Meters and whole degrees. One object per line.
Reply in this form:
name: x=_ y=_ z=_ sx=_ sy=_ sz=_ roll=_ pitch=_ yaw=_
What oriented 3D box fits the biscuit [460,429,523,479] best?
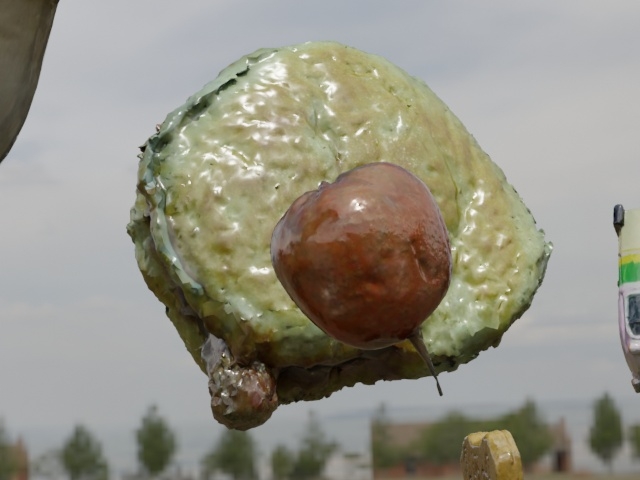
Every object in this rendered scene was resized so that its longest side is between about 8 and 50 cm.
biscuit: x=0.161 y=0.276 z=1.555 sx=0.036 sy=0.225 sz=0.166 roll=-5 pitch=-7 yaw=-12

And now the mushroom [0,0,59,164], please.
mushroom: x=-0.279 y=-0.117 z=1.352 sx=0.128 sy=0.128 sz=0.350 roll=4 pitch=-52 yaw=-46

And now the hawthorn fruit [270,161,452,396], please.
hawthorn fruit: x=0.048 y=0.020 z=1.466 sx=0.149 sy=0.189 sz=0.149 roll=-34 pitch=-27 yaw=-20

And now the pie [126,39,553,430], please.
pie: x=0.016 y=-0.019 z=1.924 sx=0.418 sy=0.395 sz=0.180 roll=-21 pitch=-12 yaw=-15

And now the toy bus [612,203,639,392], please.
toy bus: x=0.430 y=0.055 z=1.664 sx=0.305 sy=0.179 sz=0.143 roll=-2 pitch=-27 yaw=19
